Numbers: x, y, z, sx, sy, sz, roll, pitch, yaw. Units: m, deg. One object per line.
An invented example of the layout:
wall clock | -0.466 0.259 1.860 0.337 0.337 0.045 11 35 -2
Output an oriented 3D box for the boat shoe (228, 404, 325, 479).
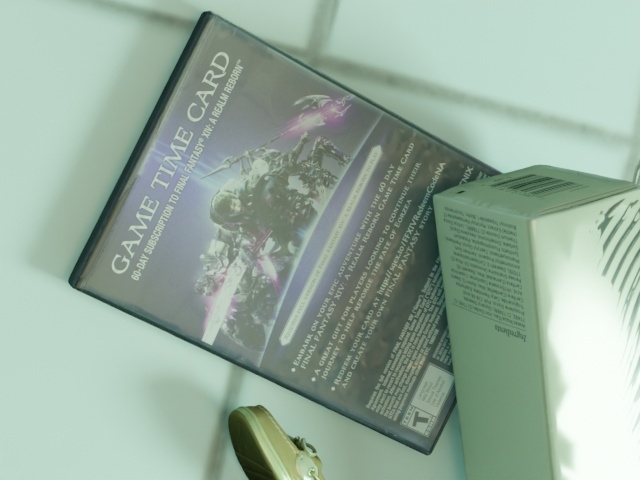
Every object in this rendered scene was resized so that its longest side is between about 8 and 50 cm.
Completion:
boat shoe | -0.008 0.163 0.979 0.048 0.056 0.153 -39 108 -21

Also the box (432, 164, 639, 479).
box | 0.154 0.096 0.977 0.094 0.113 0.275 -16 108 -26

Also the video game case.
video game case | 0.000 0.000 0.979 0.274 0.026 0.196 27 87 -18
